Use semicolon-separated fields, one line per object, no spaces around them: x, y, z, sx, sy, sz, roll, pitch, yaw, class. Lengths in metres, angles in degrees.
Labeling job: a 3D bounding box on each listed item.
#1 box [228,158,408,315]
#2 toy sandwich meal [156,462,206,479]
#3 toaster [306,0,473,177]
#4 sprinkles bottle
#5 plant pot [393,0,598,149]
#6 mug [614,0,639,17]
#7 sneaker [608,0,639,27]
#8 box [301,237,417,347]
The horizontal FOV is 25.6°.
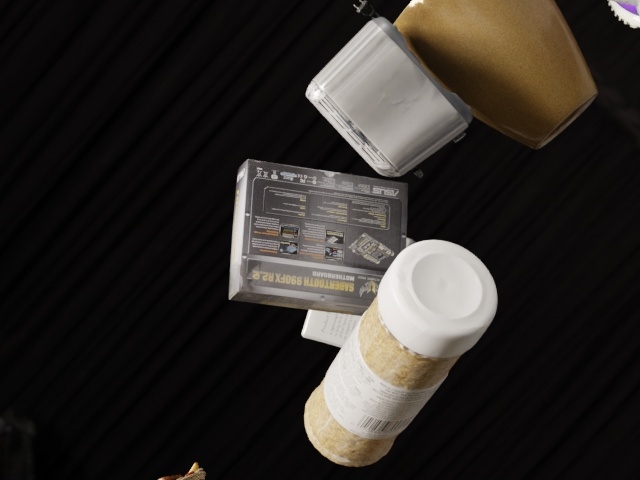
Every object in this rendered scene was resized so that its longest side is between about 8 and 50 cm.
0.000;0.000;1.873;0.231;0.183;0.056;7;163;-15;box
-0.179;0.296;1.717;0.029;0.085;0.085;59;-167;16;toy sandwich meal
0.081;-0.190;1.865;0.227;0.146;0.129;47;-178;-7;toaster
0.082;0.138;1.605;0.121;0.121;0.355;46;146;12;sprinkles bottle
0.258;-0.258;1.966;0.254;0.237;0.237;48;-170;9;plant pot
0.376;-0.324;1.367;0.374;0.328;0.276;6;156;5;mug
0.480;-0.335;1.839;0.102;0.146;0.293;-8;-150;-19;sneaker
0.063;0.071;2.082;0.119;0.181;0.182;17;180;9;box
